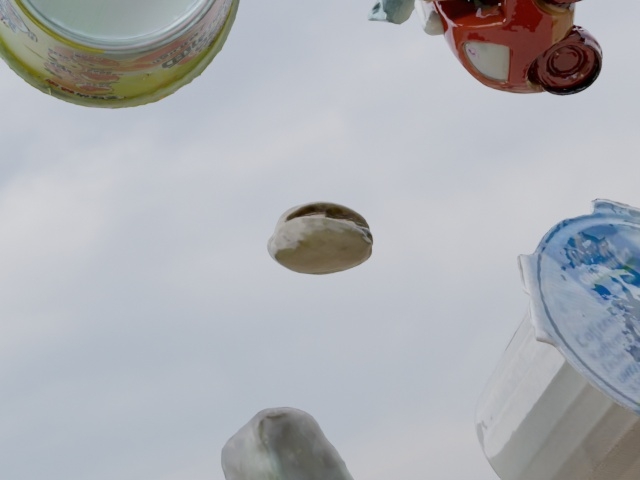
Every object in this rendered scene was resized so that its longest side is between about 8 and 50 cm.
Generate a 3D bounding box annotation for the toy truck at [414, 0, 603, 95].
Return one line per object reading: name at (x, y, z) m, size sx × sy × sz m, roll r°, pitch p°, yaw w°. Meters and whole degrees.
toy truck at (0.165, -0.272, 1.812) m, size 0.239 × 0.189 × 0.265 m, roll -10°, pitch -47°, yaw -3°

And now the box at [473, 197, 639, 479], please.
box at (0.277, 0.141, 1.548) m, size 0.262 × 0.291 × 0.206 m, roll -35°, pitch -19°, yaw -45°

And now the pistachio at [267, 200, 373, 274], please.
pistachio at (0.000, 0.000, 2.437) m, size 0.149 × 0.113 × 0.113 m, roll 8°, pitch -14°, yaw 3°

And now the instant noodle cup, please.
instant noodle cup at (-0.188, -0.254, 1.568) m, size 0.264 × 0.264 × 0.200 m, roll -18°, pitch 3°, yaw -9°

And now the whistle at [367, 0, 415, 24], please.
whistle at (0.149, -0.395, 2.095) m, size 0.312 × 0.062 × 0.062 m, roll -59°, pitch -14°, yaw -5°

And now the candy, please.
candy at (-0.015, 0.286, 1.771) m, size 0.102 × 0.234 × 0.104 m, roll -10°, pitch -23°, yaw -34°
